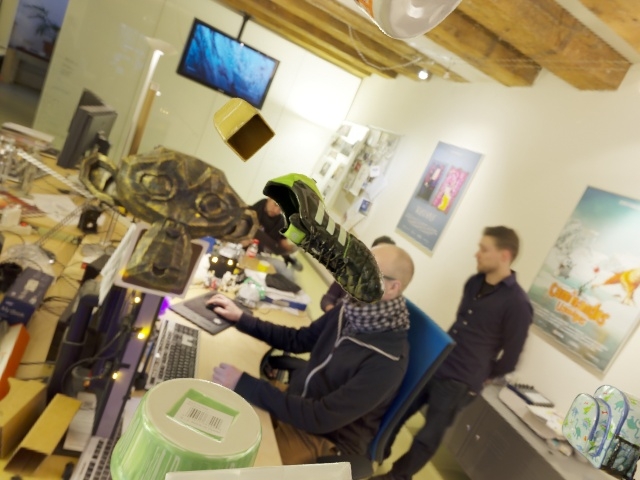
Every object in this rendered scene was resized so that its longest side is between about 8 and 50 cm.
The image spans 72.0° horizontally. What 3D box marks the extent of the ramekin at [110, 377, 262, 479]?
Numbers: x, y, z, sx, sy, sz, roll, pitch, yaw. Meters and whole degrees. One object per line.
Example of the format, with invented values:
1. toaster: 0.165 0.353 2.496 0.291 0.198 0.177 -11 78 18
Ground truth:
1. ramekin: -0.276 0.437 0.962 0.304 0.148 0.303 22 9 -4

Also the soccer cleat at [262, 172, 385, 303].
1. soccer cleat: 0.000 0.000 0.482 0.072 0.060 0.178 -17 65 -48

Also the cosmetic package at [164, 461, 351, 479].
1. cosmetic package: -0.085 0.528 0.616 0.285 0.097 0.376 1 58 -8

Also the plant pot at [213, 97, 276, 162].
1. plant pot: -0.150 -0.213 0.816 0.083 0.081 0.081 48 2 26

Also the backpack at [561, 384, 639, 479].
1. backpack: 0.420 0.271 0.646 0.084 0.114 0.105 26 3 8

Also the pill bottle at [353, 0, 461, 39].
1. pill bottle: 0.084 -0.568 0.778 0.392 0.224 0.224 55 23 20
